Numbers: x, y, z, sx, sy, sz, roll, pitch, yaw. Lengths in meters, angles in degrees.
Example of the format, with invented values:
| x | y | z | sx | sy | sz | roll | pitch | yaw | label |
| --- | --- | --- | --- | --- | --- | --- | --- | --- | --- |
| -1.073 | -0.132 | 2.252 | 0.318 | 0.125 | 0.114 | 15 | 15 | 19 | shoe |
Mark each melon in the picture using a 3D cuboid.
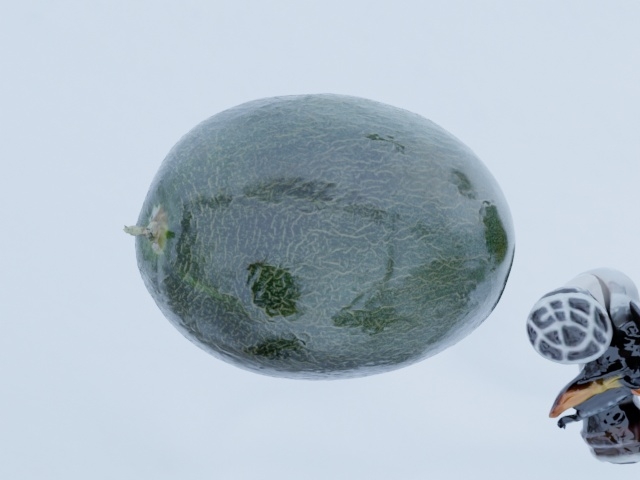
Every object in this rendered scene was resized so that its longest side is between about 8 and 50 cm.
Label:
| x | y | z | sx | sy | sz | roll | pitch | yaw | label |
| --- | --- | --- | --- | --- | --- | --- | --- | --- | --- |
| 0.000 | 0.000 | 0.609 | 0.167 | 0.114 | 0.114 | 2 | 145 | -32 | melon |

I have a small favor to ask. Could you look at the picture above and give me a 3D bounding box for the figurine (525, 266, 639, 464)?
| x | y | z | sx | sy | sz | roll | pitch | yaw | label |
| --- | --- | --- | --- | --- | --- | --- | --- | --- | --- |
| 0.367 | 0.102 | 1.373 | 0.323 | 0.196 | 0.320 | 0 | 146 | 25 | figurine |
